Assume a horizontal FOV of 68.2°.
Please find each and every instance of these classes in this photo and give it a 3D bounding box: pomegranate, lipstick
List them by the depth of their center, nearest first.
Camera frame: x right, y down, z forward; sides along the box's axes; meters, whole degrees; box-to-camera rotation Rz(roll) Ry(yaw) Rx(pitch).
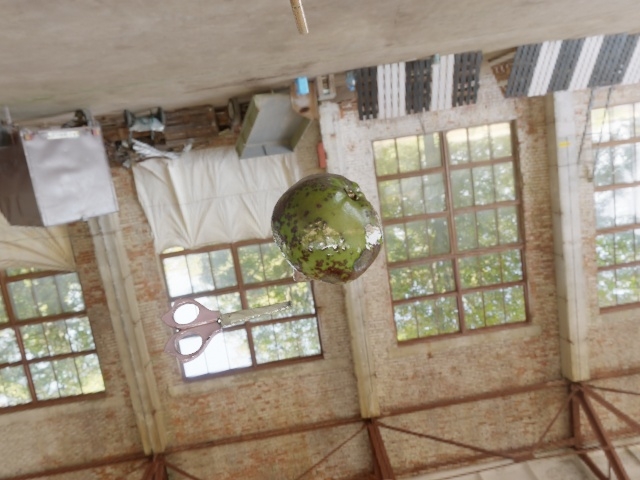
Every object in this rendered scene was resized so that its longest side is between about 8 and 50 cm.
[{"bbox_3d":[0.009,-0.008,0.580,0.125,0.138,0.163,-43,166,-12],"label":"pomegranate"},{"bbox_3d":[-0.038,-0.372,0.747,0.019,0.094,0.019,-8,-128,10],"label":"lipstick"}]

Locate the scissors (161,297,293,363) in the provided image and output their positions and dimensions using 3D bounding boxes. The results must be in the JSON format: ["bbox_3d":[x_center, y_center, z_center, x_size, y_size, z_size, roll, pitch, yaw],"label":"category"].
[{"bbox_3d":[-0.149,0.128,0.769,0.212,0.110,0.021,-12,151,-8],"label":"scissors"}]
